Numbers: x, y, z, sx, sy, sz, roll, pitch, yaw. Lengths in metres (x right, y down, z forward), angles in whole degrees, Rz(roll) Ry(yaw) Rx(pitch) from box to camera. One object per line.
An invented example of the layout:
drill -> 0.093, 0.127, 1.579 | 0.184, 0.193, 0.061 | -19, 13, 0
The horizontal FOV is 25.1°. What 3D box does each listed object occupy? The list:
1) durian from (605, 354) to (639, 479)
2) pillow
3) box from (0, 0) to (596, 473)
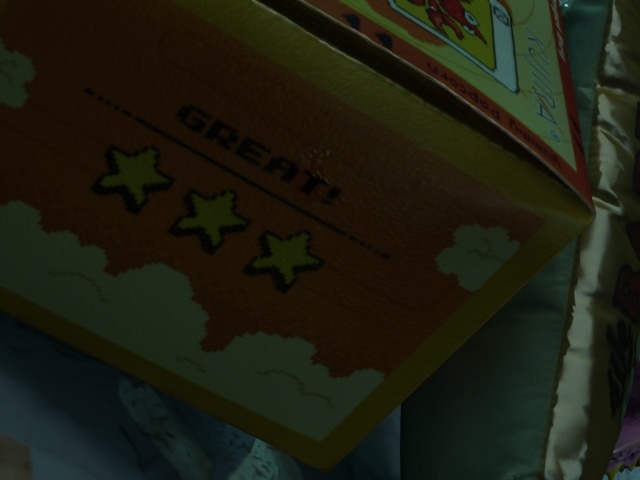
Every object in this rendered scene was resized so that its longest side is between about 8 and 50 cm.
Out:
durian -> 0.151, 0.081, 1.056 | 0.186, 0.154, 0.260 | -33, 101, -44
pillow -> 0.111, 0.039, 0.789 | 0.312, 0.119, 0.310 | 96, 9, -71
box -> -0.036, -0.096, 0.675 | 0.259, 0.214, 0.283 | 31, 34, -21
